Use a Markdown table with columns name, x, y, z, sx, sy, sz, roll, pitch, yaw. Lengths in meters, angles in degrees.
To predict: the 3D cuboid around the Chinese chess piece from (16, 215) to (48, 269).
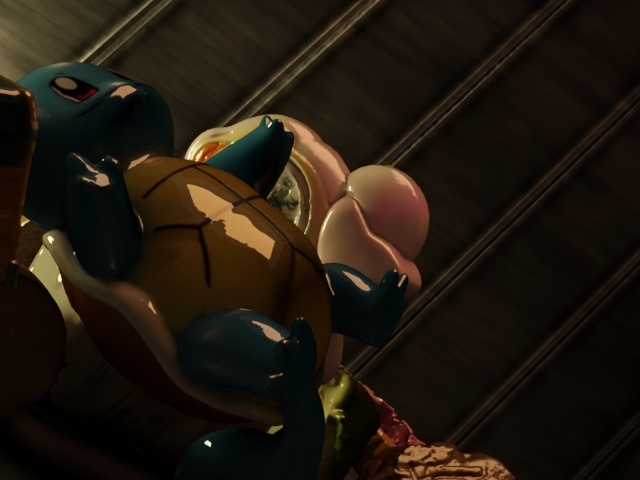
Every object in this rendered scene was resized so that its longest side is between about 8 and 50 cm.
| name | x | y | z | sx | sy | sz | roll | pitch | yaw |
| --- | --- | --- | --- | --- | --- | --- | --- | --- | --- |
| Chinese chess piece | -0.427 | -0.026 | 1.923 | 0.112 | 0.270 | 0.270 | 53 | 2 | 16 |

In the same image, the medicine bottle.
| name | x | y | z | sx | sy | sz | roll | pitch | yaw |
| --- | --- | --- | --- | --- | --- | --- | --- | --- | --- |
| medicine bottle | -0.166 | 0.088 | 1.299 | 0.232 | 0.238 | 0.238 | 31 | -4 | -27 |

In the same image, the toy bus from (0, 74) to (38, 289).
| name | x | y | z | sx | sy | sz | roll | pitch | yaw |
| --- | --- | --- | --- | --- | --- | --- | --- | --- | --- |
| toy bus | -0.339 | -0.055 | 0.846 | 0.275 | 0.167 | 0.138 | 3 | 16 | -37 |

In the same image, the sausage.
| name | x | y | z | sx | sy | sz | roll | pitch | yaw |
| --- | --- | --- | --- | --- | --- | --- | --- | --- | --- |
| sausage | -0.283 | 0.072 | 1.110 | 0.125 | 0.117 | 0.317 | 65 | -11 | -8 |

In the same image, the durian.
| name | x | y | z | sx | sy | sz | roll | pitch | yaw |
| --- | --- | --- | --- | --- | --- | --- | --- | --- | --- |
| durian | 0.115 | 0.361 | 1.909 | 0.341 | 0.112 | 0.191 | 50 | 15 | -23 |

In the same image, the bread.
| name | x | y | z | sx | sy | sz | roll | pitch | yaw |
| --- | --- | --- | --- | --- | --- | --- | --- | --- | --- |
| bread | -0.098 | 0.188 | 1.701 | 0.382 | 0.129 | 0.366 | 17 | -28 | 43 |

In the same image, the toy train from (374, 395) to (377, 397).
| name | x | y | z | sx | sy | sz | roll | pitch | yaw |
| --- | --- | --- | --- | --- | --- | --- | --- | --- | --- |
| toy train | -0.086 | 0.250 | 2.127 | 0.429 | 0.178 | 0.249 | 31 | 0 | 9 |

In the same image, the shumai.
| name | x | y | z | sx | sy | sz | roll | pitch | yaw |
| --- | --- | --- | --- | --- | --- | --- | --- | --- | --- |
| shumai | 0.094 | 0.321 | 1.345 | 0.184 | 0.218 | 0.185 | 41 | -45 | 10 |

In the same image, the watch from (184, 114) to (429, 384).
| name | x | y | z | sx | sy | sz | roll | pitch | yaw |
| --- | --- | --- | --- | --- | --- | --- | --- | --- | --- |
| watch | 0.000 | 0.000 | 1.186 | 0.248 | 0.211 | 0.217 | 48 | 10 | 21 |

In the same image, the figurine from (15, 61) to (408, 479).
| name | x | y | z | sx | sy | sz | roll | pitch | yaw |
| --- | --- | --- | --- | --- | --- | --- | --- | --- | --- |
| figurine | -0.080 | 0.031 | 0.985 | 0.298 | 0.243 | 0.416 | -28 | 91 | -53 |
